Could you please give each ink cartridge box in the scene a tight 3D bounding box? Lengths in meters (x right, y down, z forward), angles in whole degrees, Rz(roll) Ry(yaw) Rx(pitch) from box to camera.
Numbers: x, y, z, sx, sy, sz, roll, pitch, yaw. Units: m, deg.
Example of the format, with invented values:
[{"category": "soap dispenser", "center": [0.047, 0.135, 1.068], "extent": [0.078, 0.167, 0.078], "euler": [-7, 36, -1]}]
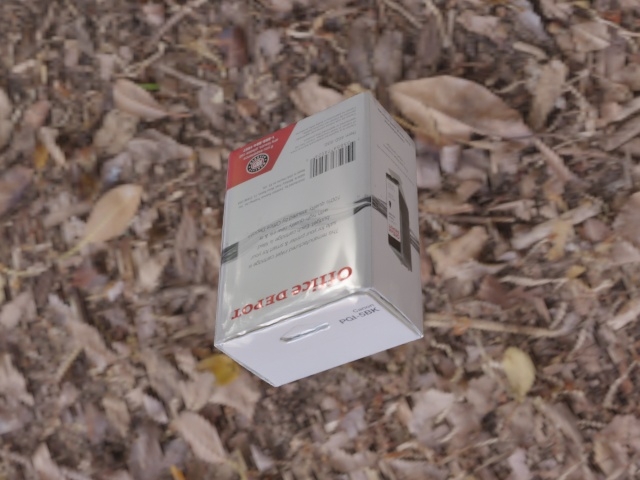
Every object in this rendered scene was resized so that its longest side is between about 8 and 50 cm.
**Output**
[{"category": "ink cartridge box", "center": [0.000, 0.000, 0.671], "extent": [0.099, 0.056, 0.135], "euler": [-21, 48, 27]}]
